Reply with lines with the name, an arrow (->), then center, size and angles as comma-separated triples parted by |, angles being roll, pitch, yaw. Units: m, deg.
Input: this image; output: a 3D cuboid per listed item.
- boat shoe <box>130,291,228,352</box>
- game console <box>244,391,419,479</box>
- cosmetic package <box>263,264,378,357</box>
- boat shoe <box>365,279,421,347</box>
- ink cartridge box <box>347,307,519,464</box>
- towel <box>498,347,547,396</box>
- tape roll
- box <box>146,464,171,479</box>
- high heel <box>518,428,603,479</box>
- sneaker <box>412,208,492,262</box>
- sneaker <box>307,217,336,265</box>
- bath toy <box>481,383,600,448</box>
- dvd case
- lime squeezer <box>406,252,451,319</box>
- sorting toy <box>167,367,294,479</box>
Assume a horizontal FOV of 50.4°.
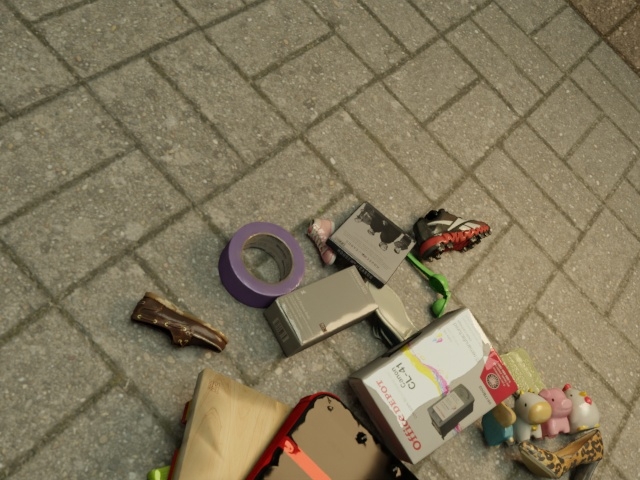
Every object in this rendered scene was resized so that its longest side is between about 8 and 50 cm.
boat shoe -> -0.298, 0.189, 1.434 | 0.207, 0.073, 0.073 | 28, 56, -3
game console -> 0.046, 0.523, 1.342 | 0.386, 0.060, 0.342 | 45, 44, -3
cosmetic package -> 0.003, 0.163, 1.587 | 0.238, 0.107, 0.127 | -24, 76, -32
boat shoe -> 0.182, 0.207, 1.672 | 0.254, 0.079, 0.095 | 48, 51, 0
ink cartridge box -> 0.254, 0.325, 1.543 | 0.306, 0.131, 0.226 | -31, 86, -17
towel -> 0.537, 0.362, 1.807 | 0.110, 0.027, 0.148 | -14, 71, -32
tape roll -> -0.136, 0.057, 1.585 | 0.189, 0.080, 0.189 | 13, 60, -22
box -> -0.254, 0.514, 1.292 | 0.109, 0.042, 0.178 | -6, 66, -31
high heel -> 0.598, 0.508, 1.694 | 0.261, 0.093, 0.186 | 39, 69, -22
sneaker -> 0.361, -0.032, 1.886 | 0.276, 0.097, 0.135 | -12, 64, -37
sneaker -> 0.000, 0.000, 1.706 | 0.070, 0.051, 0.134 | 17, 50, -25
bath toy -> 0.563, 0.429, 1.712 | 0.348, 0.151, 0.129 | 3, 60, -30
dvd case -> 0.134, 0.005, 1.741 | 0.179, 0.029, 0.239 | 40, 38, 4
lime squeezer -> 0.291, 0.149, 1.776 | 0.110, 0.059, 0.310 | 3, 64, -27
sorting toy -> -0.167, 0.422, 1.325 | 0.255, 0.089, 0.257 | 32, 43, -26
